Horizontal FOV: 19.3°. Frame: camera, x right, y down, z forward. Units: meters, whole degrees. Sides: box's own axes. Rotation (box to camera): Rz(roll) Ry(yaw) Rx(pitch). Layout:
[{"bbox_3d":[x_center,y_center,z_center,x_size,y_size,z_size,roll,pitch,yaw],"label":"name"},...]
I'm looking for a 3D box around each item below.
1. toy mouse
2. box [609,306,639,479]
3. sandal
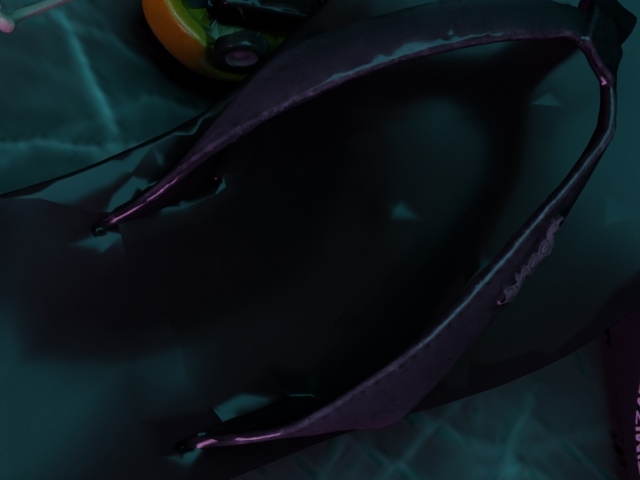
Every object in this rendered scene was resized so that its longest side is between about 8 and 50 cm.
[{"bbox_3d":[-0.009,-0.101,0.461,0.161,0.031,0.143,4,67,-24],"label":"toy mouse"},{"bbox_3d":[0.274,0.160,0.444,0.395,0.097,0.318,6,64,-24],"label":"box"},{"bbox_3d":[0.000,0.001,0.379,0.254,0.054,0.097,-31,95,-20],"label":"sandal"}]
